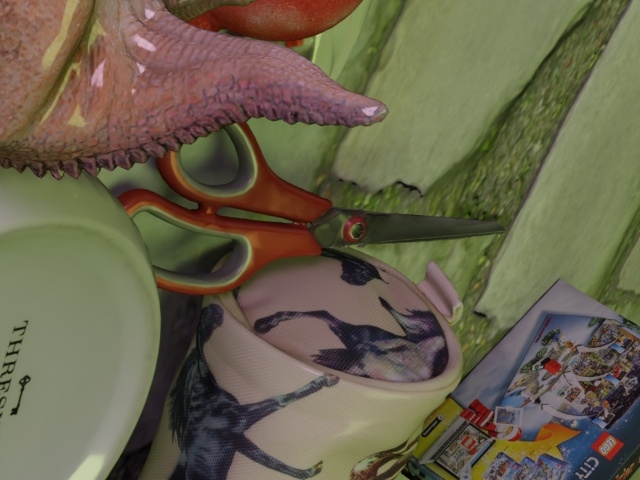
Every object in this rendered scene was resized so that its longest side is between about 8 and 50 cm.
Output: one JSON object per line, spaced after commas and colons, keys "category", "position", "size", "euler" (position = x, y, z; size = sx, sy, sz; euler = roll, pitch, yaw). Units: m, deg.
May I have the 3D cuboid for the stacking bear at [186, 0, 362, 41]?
{"category": "stacking bear", "position": [-0.003, -0.218, 0.598], "size": [0.175, 0.164, 0.289], "euler": [-26, 143, -42]}

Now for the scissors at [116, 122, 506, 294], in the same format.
{"category": "scissors", "position": [0.000, 0.000, 0.860], "size": [0.297, 0.021, 0.109], "euler": [19, 91, -43]}

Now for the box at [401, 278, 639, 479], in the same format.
{"category": "box", "position": [0.202, 0.157, 1.256], "size": [0.233, 0.159, 0.044], "euler": [-43, 148, -22]}

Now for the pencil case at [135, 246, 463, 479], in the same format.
{"category": "pencil case", "position": [-0.042, 0.198, 0.930], "size": [0.183, 0.160, 0.410], "euler": [-3, 121, -45]}

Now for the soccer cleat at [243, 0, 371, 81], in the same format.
{"category": "soccer cleat", "position": [0.005, -0.161, 0.755], "size": [0.076, 0.068, 0.196], "euler": [-36, 149, -58]}

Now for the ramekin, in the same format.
{"category": "ramekin", "position": [-0.187, 0.053, 0.608], "size": [0.273, 0.127, 0.273], "euler": [-36, 144, -31]}

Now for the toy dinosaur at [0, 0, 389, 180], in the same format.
{"category": "toy dinosaur", "position": [-0.127, -0.093, 0.466], "size": [0.200, 0.295, 0.127], "euler": [-49, 180, -11]}
